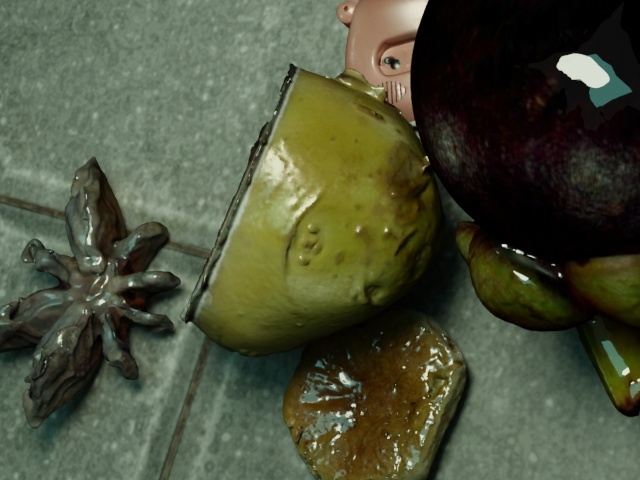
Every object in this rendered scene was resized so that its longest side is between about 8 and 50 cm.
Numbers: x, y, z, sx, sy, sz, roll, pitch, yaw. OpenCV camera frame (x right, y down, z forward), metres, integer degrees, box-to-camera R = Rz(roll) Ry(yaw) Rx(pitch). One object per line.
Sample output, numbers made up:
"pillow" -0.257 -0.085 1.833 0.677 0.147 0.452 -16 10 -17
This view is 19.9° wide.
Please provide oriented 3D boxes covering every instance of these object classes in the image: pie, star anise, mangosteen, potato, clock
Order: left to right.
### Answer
"star anise" -0.251 0.062 1.878 0.198 0.110 0.257 36 88 30
"potato" 0.000 0.000 1.700 0.196 0.300 0.246 26 51 -4
"pie" 0.047 0.152 1.735 0.195 0.046 0.195 -10 70 28
"clock" 0.092 -0.167 1.773 0.166 0.093 0.162 -13 74 23
"mangosteen" 0.262 -0.087 1.541 0.382 0.382 0.435 14 122 29
